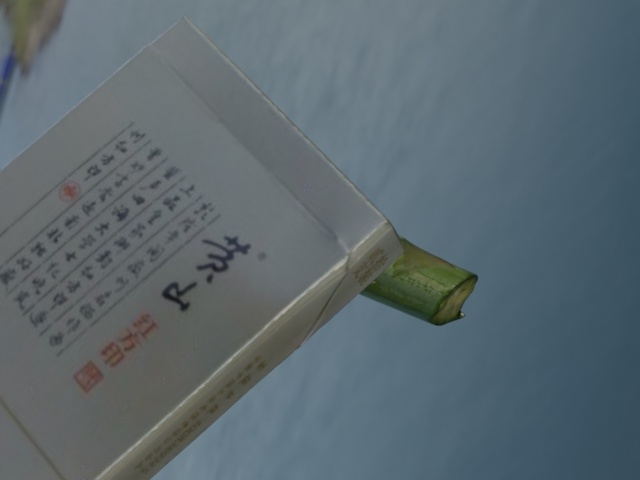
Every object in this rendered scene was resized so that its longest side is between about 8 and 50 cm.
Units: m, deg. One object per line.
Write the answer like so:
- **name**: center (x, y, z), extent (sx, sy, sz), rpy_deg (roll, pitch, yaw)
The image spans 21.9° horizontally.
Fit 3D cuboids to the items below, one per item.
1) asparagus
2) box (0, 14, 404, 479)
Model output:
- **asparagus**: center (-0.001, 0.002, 1.334), extent (0.067, 0.277, 0.060), rpy_deg (122, 169, -60)
- **box**: center (-0.151, 0.052, 0.965), extent (0.365, 0.204, 0.051), rpy_deg (-42, -27, -4)
